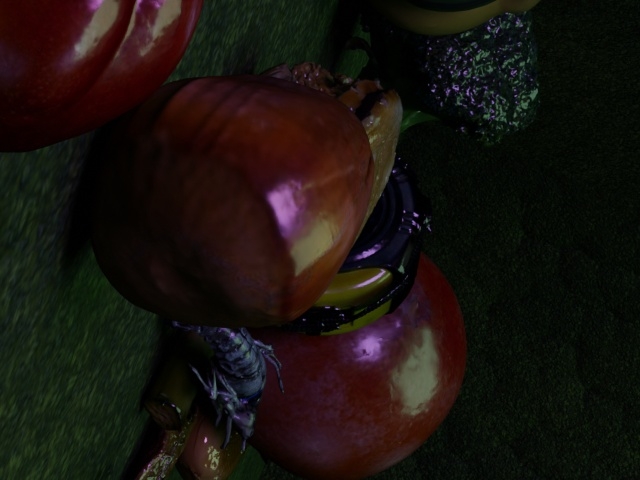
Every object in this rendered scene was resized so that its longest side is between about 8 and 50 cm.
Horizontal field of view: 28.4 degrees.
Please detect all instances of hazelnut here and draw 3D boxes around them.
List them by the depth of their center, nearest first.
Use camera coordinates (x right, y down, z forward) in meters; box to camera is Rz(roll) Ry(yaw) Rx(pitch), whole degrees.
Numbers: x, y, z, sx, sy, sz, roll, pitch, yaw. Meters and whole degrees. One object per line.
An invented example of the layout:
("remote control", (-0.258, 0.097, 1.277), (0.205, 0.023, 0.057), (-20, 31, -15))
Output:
("hazelnut", (-0.045, -0.024, 0.687), (0.150, 0.150, 0.150), (20, 90, -85))

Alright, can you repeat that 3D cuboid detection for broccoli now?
("broccoli", (0.121, -0.202, 1.485), (0.297, 0.297, 0.297), (-43, -178, 14))

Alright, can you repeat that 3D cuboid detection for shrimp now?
("shrimp", (-0.075, 0.112, 1.057), (0.082, 0.076, 0.174), (-62, 147, -32))

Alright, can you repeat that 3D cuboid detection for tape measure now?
("tape measure", (0.000, 0.000, 1.110), (0.112, 0.186, 0.199), (86, 22, -60))

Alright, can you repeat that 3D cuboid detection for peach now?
("peach", (-0.084, -0.076, 0.385), (0.101, 0.100, 0.101), (20, 90, -85))

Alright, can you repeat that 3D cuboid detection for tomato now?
("tomato", (0.022, 0.103, 1.258), (0.265, 0.265, 0.265), (20, 90, -85))

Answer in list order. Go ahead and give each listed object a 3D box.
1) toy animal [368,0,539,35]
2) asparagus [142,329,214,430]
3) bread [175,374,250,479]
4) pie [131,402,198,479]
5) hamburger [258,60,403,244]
("toy animal", (0.117, -0.292, 1.202), (0.191, 0.216, 0.338), (-43, 177, 9))
("asparagus", (-0.108, 0.087, 1.125), (0.045, 0.041, 0.178), (53, 43, -31))
("bread", (-0.109, 0.186, 1.335), (0.189, 0.077, 0.114), (-61, 150, -58))
("pie", (-0.156, 0.211, 1.158), (0.170, 0.034, 0.092), (-60, 173, -30))
("hamburger", (-0.022, -0.068, 0.981), (0.159, 0.131, 0.185), (-58, 164, -26))
